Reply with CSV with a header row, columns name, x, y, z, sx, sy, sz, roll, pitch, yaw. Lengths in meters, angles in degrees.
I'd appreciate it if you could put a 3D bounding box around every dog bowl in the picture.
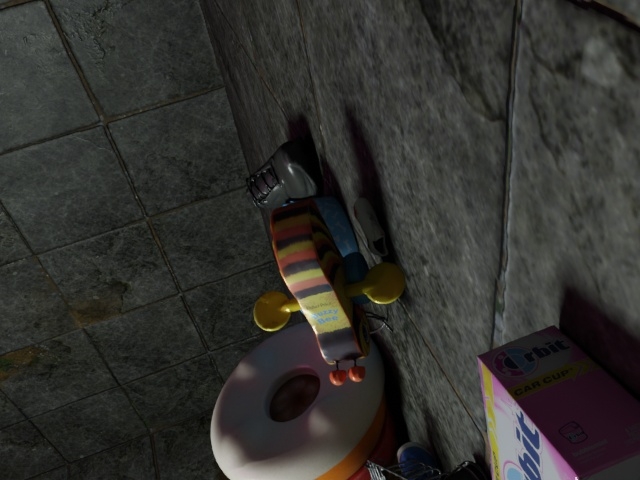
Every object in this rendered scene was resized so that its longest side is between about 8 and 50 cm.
name,x,y,z,sx,sy,sz,roll,pitch,yaw
dog bowl,0.000,0.000,1.083,0.297,0.074,0.165,-176,67,-82

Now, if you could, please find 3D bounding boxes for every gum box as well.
name,x,y,z,sx,sy,sz,roll,pitch,yaw
gum box,0.166,0.167,0.404,0.107,0.062,0.188,-123,16,-60

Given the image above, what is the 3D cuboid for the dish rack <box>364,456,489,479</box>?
name,x,y,z,sx,sy,sz,roll,pitch,yaw
dish rack,0.153,0.386,0.799,0.271,0.074,0.208,149,103,-70

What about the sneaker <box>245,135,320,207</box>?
name,x,y,z,sx,sy,sz,roll,pitch,yaw
sneaker,-0.078,-0.108,1.150,0.286,0.130,0.109,119,133,-78

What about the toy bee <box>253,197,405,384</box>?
name,x,y,z,sx,sy,sz,roll,pitch,yaw
toy bee,0.031,0.092,0.788,0.298,0.195,0.162,35,-144,-31

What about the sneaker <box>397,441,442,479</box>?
name,x,y,z,sx,sy,sz,roll,pitch,yaw
sneaker,0.165,0.381,0.909,0.084,0.058,0.152,-119,7,-77

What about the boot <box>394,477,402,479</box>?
name,x,y,z,sx,sy,sz,roll,pitch,yaw
boot,0.191,0.609,1.003,0.377,0.138,0.284,-103,1,-48

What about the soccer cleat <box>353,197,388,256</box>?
name,x,y,z,sx,sy,sz,roll,pitch,yaw
soccer cleat,0.066,-0.016,0.773,0.036,0.029,0.083,35,148,61

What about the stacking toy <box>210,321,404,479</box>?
name,x,y,z,sx,sy,sz,roll,pitch,yaw
stacking toy,0.042,0.423,1.202,0.479,0.351,0.350,58,180,-32
